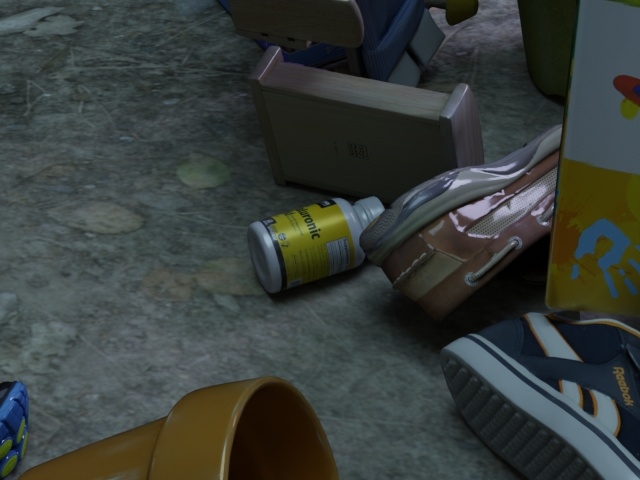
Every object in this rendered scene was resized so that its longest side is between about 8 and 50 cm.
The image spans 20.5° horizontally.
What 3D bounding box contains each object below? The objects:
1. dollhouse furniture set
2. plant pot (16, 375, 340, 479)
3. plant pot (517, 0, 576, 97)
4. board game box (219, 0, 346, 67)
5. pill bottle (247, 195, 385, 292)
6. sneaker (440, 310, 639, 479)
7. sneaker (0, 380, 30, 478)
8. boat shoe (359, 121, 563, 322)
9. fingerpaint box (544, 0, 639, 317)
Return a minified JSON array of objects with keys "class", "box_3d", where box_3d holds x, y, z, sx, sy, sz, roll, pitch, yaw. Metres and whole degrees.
[{"class":"dollhouse furniture set","box_3d":[0.087,-0.217,1.634,0.198,0.286,0.303,13,52,23]},{"class":"plant pot","box_3d":[-0.104,0.204,1.186,0.188,0.205,0.205,-9,34,21]},{"class":"plant pot","box_3d":[0.288,-0.273,1.712,0.276,0.253,0.276,-3,37,2]},{"class":"board game box","box_3d":[-0.035,-0.363,1.844,0.141,0.291,0.232,-21,40,-17]},{"class":"pill bottle","box_3d":[0.000,0.000,1.539,0.116,0.065,0.065,-17,38,-16]},{"class":"sneaker","box_3d":[0.216,0.143,1.266,0.127,0.126,0.321,-25,38,-15]},{"class":"sneaker","box_3d":[-0.284,0.168,1.348,0.078,0.067,0.188,19,45,20]},{"class":"boat shoe","box_3d":[0.180,-0.016,1.514,0.324,0.123,0.116,-24,74,-32]},{"class":"fingerpaint box","box_3d":[0.405,-0.119,1.292,0.445,0.371,0.163,6,20,7]}]
